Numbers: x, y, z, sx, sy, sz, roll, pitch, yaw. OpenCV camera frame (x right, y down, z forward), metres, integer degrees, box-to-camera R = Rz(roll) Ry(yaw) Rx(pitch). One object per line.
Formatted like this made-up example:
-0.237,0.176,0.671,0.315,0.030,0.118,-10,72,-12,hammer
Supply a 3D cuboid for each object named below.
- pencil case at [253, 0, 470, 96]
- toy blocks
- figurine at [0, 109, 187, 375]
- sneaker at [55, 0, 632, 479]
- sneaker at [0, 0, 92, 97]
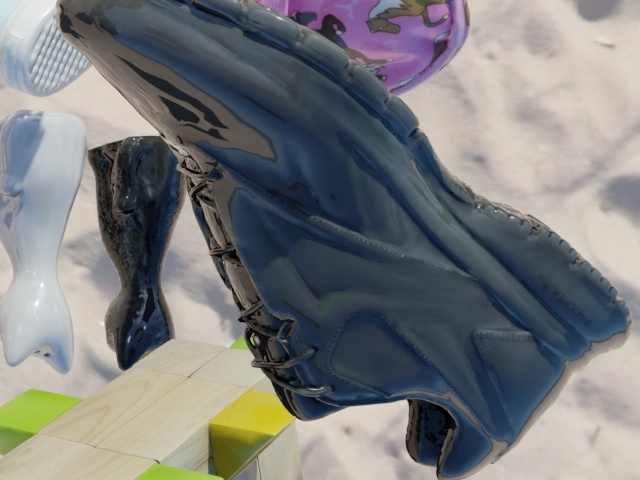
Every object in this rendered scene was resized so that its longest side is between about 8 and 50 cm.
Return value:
0.024,-0.258,1.133,0.167,0.386,0.160,-28,120,15,pencil case
-0.120,0.242,0.856,0.381,0.190,0.261,-34,124,-52,toy blocks
-0.194,0.010,1.145,0.215,0.092,0.209,9,76,-57,figurine
0.000,0.000,0.567,0.286,0.109,0.130,38,88,-18,sneaker
-0.256,-0.271,1.422,0.366,0.150,0.135,-44,152,-55,sneaker
